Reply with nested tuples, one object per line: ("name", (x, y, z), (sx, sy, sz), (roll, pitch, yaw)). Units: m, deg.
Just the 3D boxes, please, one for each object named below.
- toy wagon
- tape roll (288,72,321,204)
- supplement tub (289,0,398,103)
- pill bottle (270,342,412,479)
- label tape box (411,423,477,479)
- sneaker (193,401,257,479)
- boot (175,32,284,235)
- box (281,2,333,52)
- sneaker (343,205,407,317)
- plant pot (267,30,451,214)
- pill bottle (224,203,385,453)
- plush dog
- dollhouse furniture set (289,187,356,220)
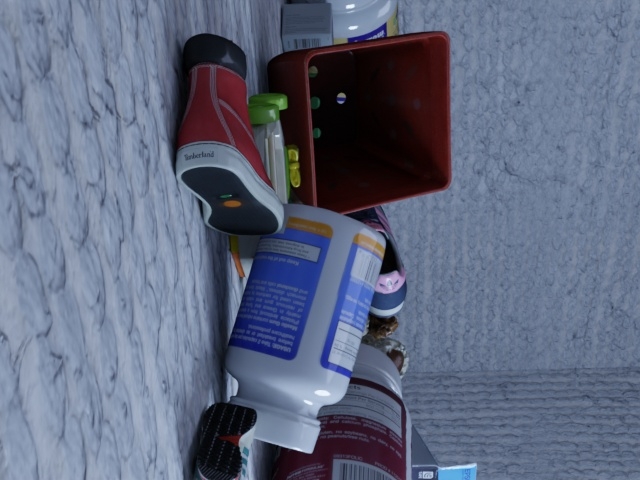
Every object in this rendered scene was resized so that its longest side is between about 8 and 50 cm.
("toy wagon", (-0.074, -0.071, 1.340), (0.344, 0.068, 0.267), (-79, 167, -74))
("tape roll", (-0.026, -0.185, 1.965), (0.321, 0.077, 0.321), (-1, 90, -85))
("supplement tub", (0.057, -0.487, 2.109), (0.331, 0.240, 0.241), (81, 8, -57))
("pill bottle", (0.035, 0.355, 1.512), (0.392, 0.224, 0.224), (-82, 169, -57))
("label tape box", (0.126, 0.480, 1.864), (0.115, 0.347, 0.249), (-87, 174, -50))
("sneaker", (-0.104, 0.230, 0.979), (0.161, 0.057, 0.075), (-83, -173, -72))
("boot", (-0.093, -0.112, 1.018), (0.244, 0.088, 0.176), (67, 20, -68))
("box", (-0.024, -0.417, 1.916), (0.102, 0.101, 0.087), (83, 6, -62))
("sneaker", (0.090, -0.020, 1.771), (0.131, 0.112, 0.319), (91, -20, -58))
("plant pot", (0.044, -0.217, 1.597), (0.235, 0.267, 0.268), (30, -51, 56))
("pill bottle", (-0.027, 0.106, 1.125), (0.152, 0.152, 0.272), (69, 36, -77))
("plush dog", (0.024, 0.177, 1.786), (0.211, 0.262, 0.225), (-52, -168, 39))
("dollhouse furniture set", (-0.035, -0.002, 1.716), (0.182, 0.101, 0.161), (39, -36, 31))
